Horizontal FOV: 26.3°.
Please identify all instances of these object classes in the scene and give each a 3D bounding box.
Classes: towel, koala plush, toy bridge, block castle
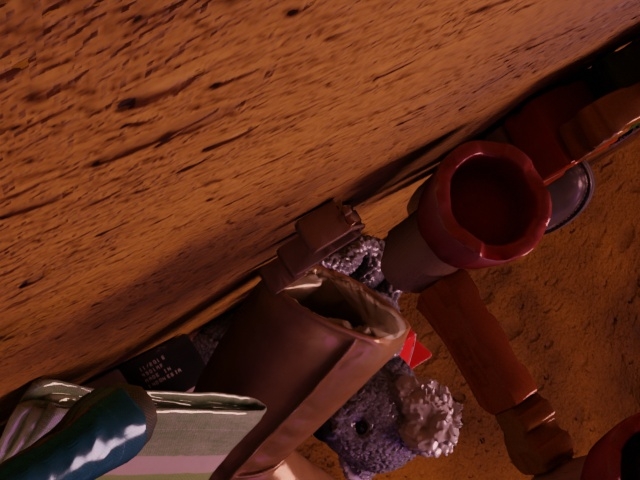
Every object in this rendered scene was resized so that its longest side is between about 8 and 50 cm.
[{"bbox_3d":[-0.272,0.182,0.634,0.271,0.040,0.370,-33,174,41],"label":"towel"},{"bbox_3d":[0.033,0.127,1.330,0.203,0.221,0.196,-26,173,-44],"label":"koala plush"},{"bbox_3d":[-0.219,0.232,1.084,0.325,0.038,0.248,-50,147,20],"label":"towel"},{"bbox_3d":[0.000,0.000,0.978,0.063,0.026,0.188,-31,176,-16],"label":"toy bridge"},{"bbox_3d":[0.298,-0.011,1.014,0.453,0.303,0.213,-29,175,-24],"label":"block castle"}]

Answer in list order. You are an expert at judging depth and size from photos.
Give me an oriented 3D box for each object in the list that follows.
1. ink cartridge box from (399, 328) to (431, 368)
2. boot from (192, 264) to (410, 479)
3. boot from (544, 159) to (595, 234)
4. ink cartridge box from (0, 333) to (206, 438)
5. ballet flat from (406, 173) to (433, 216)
[{"bbox_3d":[0.007,0.116,1.505,0.231,0.134,0.078,-28,146,-33],"label":"ink cartridge box"},{"bbox_3d":[-0.008,0.154,1.189,0.236,0.089,0.269,20,127,-27],"label":"boot"},{"bbox_3d":[0.183,-0.008,1.632,0.263,0.091,0.229,-31,176,36],"label":"boot"},{"bbox_3d":[-0.263,0.208,1.342,0.175,0.069,0.371,-27,172,-40],"label":"ink cartridge box"},{"bbox_3d":[0.133,-0.058,1.119,0.168,0.057,0.052,-31,150,-36],"label":"ballet flat"}]
